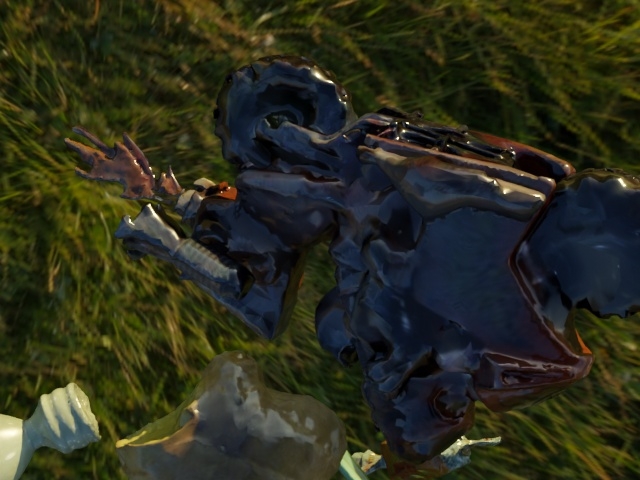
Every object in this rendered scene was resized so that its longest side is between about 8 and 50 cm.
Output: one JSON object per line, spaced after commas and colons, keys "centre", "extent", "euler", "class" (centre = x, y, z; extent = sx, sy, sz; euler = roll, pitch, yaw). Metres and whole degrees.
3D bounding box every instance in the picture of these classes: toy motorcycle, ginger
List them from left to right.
{"centre": [-0.051, 0.210, 0.786], "extent": [0.131, 0.086, 0.294], "euler": [4, 78, -20], "class": "ginger"}
{"centre": [0.000, 0.000, 0.836], "extent": [0.401, 0.134, 0.207], "euler": [21, 109, 14], "class": "toy motorcycle"}

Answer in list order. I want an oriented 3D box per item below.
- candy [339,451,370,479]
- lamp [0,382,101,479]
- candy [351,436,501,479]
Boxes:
{"centre": [0.084, 0.259, 1.153], "extent": [0.077, 0.073, 0.262], "euler": [-29, 105, 33], "class": "candy"}
{"centre": [-0.313, 0.202, 1.373], "extent": [0.193, 0.106, 0.106], "euler": [-24, 96, -7], "class": "lamp"}
{"centre": [0.094, 0.208, 1.343], "extent": [0.053, 0.182, 0.046], "euler": [9, 72, -41], "class": "candy"}
